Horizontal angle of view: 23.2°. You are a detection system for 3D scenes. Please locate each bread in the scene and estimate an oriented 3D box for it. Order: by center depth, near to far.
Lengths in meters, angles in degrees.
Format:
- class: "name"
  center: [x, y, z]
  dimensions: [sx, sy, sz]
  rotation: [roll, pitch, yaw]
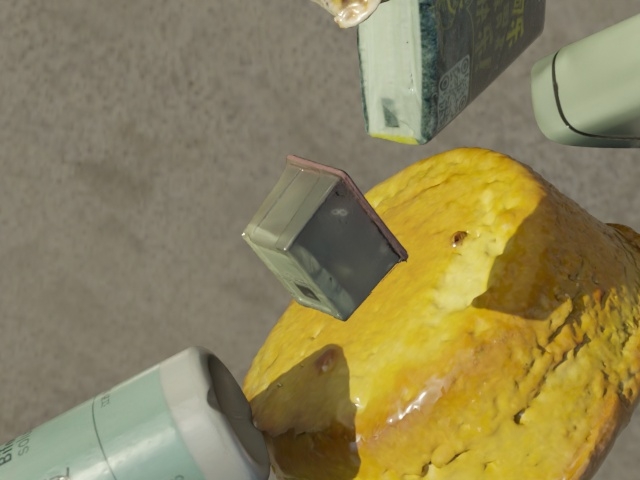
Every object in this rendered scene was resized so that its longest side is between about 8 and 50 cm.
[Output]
- class: "bread"
  center: [0.093, 0.098, 1.266]
  dimensions: [0.204, 0.358, 0.337]
  rotation: [40, 152, -23]

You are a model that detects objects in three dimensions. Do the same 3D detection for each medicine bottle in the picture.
- class: "medicine bottle"
  center: [-0.211, 0.198, 1.094]
  dimensions: [0.352, 0.110, 0.110]
  rotation: [-28, 125, 6]

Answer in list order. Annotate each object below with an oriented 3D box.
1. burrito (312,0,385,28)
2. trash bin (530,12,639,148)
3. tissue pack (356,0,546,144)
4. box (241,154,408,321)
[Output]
- class: "burrito"
  center: [0.029, -0.235, 1.080]
  dimensions: [0.105, 0.299, 0.143]
  rotation: [1, 106, 8]
- class: "trash bin"
  center: [0.201, -0.095, 0.868]
  dimensions: [0.116, 0.059, 0.130]
  rotation: [-3, 170, -31]
- class: "tissue pack"
  center: [0.124, -0.222, 1.407]
  dimensions: [0.081, 0.257, 0.185]
  rotation: [14, 126, 27]
- class: "box"
  center: [0.000, 0.000, 0.953]
  dimensions: [0.063, 0.060, 0.085]
  rotation: [-50, 129, -16]
